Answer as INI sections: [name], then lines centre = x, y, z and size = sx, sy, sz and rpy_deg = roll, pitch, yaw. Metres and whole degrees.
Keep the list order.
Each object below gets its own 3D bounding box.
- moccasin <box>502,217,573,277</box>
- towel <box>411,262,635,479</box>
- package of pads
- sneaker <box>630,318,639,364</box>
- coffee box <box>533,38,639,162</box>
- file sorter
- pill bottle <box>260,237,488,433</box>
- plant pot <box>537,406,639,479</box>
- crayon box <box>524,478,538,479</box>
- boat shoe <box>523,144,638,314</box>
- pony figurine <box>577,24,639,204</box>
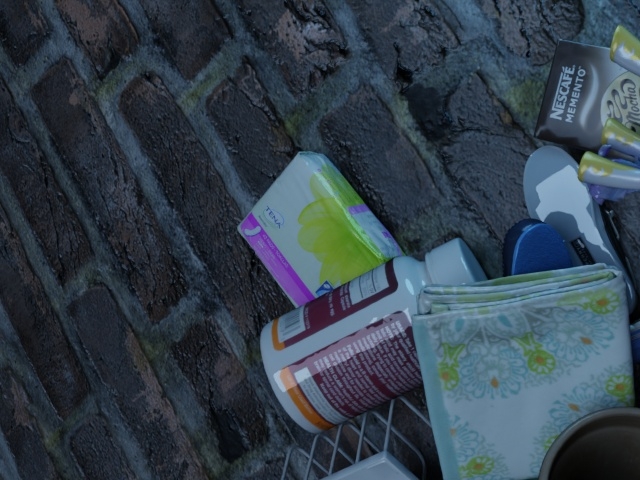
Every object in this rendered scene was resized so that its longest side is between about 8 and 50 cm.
[moccasin]
centre = 0.340, 0.113, 1.608
size = 0.117, 0.138, 0.342
rpy_deg = -135, 28, -58
[towel]
centre = 0.322, 0.218, 1.529
size = 0.321, 0.090, 0.374
rpy_deg = -8, 117, 10
[package of pads]
centre = 0.000, 0.000, 1.903
size = 0.229, 0.101, 0.296
rpy_deg = -48, 69, 26
[sneaker]
centre = 0.594, 0.165, 1.517
size = 0.330, 0.130, 0.147
rpy_deg = -19, 81, 32
[coffee box]
centre = 0.509, -0.206, 1.551
size = 0.297, 0.119, 0.168
rpy_deg = 18, 103, 30
[file sorter]
centre = 0.082, 0.436, 1.807
size = 0.278, 0.173, 0.193
rpy_deg = -32, 115, 30
[pill bottle]
centre = 0.112, 0.163, 1.733
size = 0.392, 0.224, 0.224
rpy_deg = -27, 78, 15
[plant pot]
centre = 0.443, 0.409, 1.463
size = 0.263, 0.229, 0.263
rpy_deg = -2, 60, 4
[crayon box]
centre = 0.344, 0.583, 1.680
size = 0.363, 0.106, 0.313
rpy_deg = -46, 56, 27
[boat shoe]
centre = 0.436, -0.016, 1.621
size = 0.113, 0.105, 0.306
rpy_deg = -34, 82, 26
[pony figurine]
centre = 0.551, -0.106, 1.336
size = 0.364, 0.303, 0.350
rpy_deg = 16, 94, 27
